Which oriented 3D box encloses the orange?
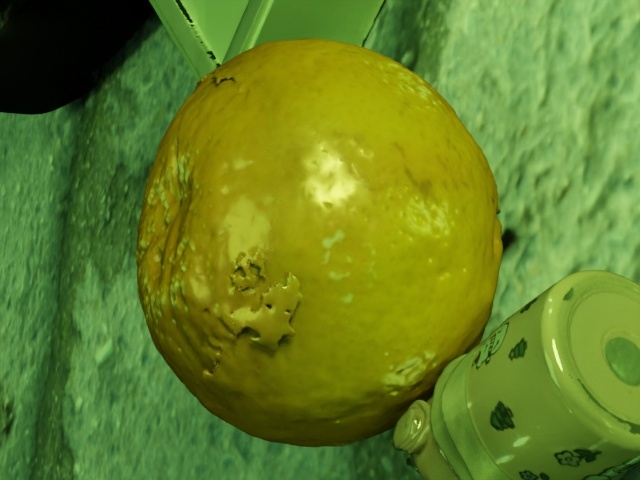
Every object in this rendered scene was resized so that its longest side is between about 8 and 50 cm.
[{"bbox_3d":[-0.002,0.002,0.872,0.219,0.193,0.219,-167,90,-84],"label":"orange"}]

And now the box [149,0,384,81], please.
[{"bbox_3d":[-0.050,-0.189,1.094,0.129,0.086,0.225,-64,37,27],"label":"box"}]

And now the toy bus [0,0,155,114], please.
[{"bbox_3d":[-0.206,-0.224,1.319,0.303,0.128,0.147,-34,50,52],"label":"toy bus"}]

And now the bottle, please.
[{"bbox_3d":[0.103,0.085,0.777,0.152,0.099,0.099,-45,47,48],"label":"bottle"}]
